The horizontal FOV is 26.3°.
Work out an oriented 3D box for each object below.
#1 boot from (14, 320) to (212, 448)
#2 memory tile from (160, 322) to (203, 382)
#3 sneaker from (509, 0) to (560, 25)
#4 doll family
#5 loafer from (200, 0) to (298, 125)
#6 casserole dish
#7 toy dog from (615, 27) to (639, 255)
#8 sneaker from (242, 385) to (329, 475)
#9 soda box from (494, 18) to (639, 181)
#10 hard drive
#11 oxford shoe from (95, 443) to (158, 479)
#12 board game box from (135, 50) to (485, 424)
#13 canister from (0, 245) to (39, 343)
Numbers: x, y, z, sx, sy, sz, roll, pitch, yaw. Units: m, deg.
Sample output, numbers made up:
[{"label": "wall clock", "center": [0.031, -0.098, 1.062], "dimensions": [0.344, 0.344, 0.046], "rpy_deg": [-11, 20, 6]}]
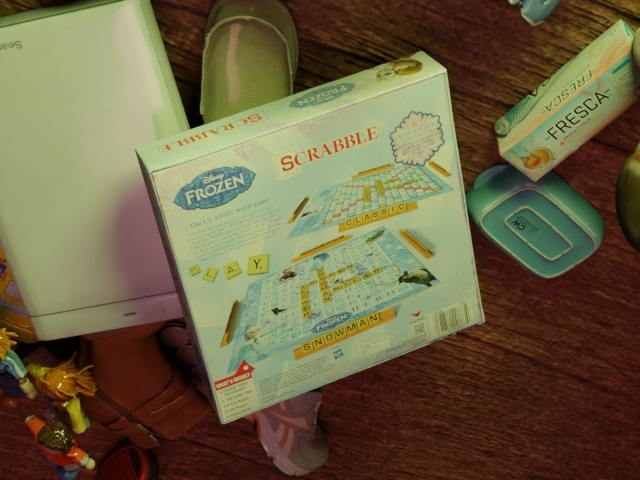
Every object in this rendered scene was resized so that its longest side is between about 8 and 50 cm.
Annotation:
[{"label": "boot", "center": [-0.210, 0.154, 1.657], "dimensions": [0.283, 0.109, 0.220], "rpy_deg": [-31, 120, 32]}, {"label": "memory tile", "center": [-0.116, 0.121, 1.709], "dimensions": [0.148, 0.012, 0.113], "rpy_deg": [-21, 130, 17]}, {"label": "sneaker", "center": [0.183, -0.356, 1.223], "dimensions": [0.182, 0.127, 0.315], "rpy_deg": [-34, 127, 16]}, {"label": "doll family", "center": [-0.351, 0.160, 1.589], "dimensions": [0.263, 0.118, 0.163], "rpy_deg": [30, 158, 6]}, {"label": "loafer", "center": [-0.074, -0.134, 1.423], "dimensions": [0.102, 0.092, 0.268], "rpy_deg": [1, 133, -3]}, {"label": "casserole dish", "center": [0.249, -0.018, 1.578], "dimensions": [0.114, 0.037, 0.188], "rpy_deg": [-36, 123, 26]}, {"label": "toy dog", "center": [0.442, -0.120, 1.232], "dimensions": [0.285, 0.395, 0.408], "rpy_deg": [23, 110, -32]}, {"label": "sneaker", "center": [-0.031, 0.206, 1.726], "dimensions": [0.121, 0.099, 0.262], "rpy_deg": [-23, 137, 12]}, {"label": "soda box", "center": [0.270, -0.146, 1.443], "dimensions": [0.058, 0.063, 0.183], "rpy_deg": [35, 122, -27]}, {"label": "hard drive", "center": [-0.242, -0.070, 1.434], "dimensions": [0.233, 0.047, 0.353], "rpy_deg": [-10, 115, 11]}, {"label": "oxford shoe", "center": [-0.257, 0.366, 1.890], "dimensions": [0.098, 0.097, 0.271], "rpy_deg": [-1, 140, -28]}, {"label": "board game box", "center": [0.000, 0.000, 1.432], "dimensions": [0.319, 0.066, 0.318], "rpy_deg": [-20, 122, -13]}, {"label": "canister", "center": [-0.339, 0.028, 1.576], "dimensions": [0.126, 0.073, 0.170], "rpy_deg": [23, 126, -19]}]
